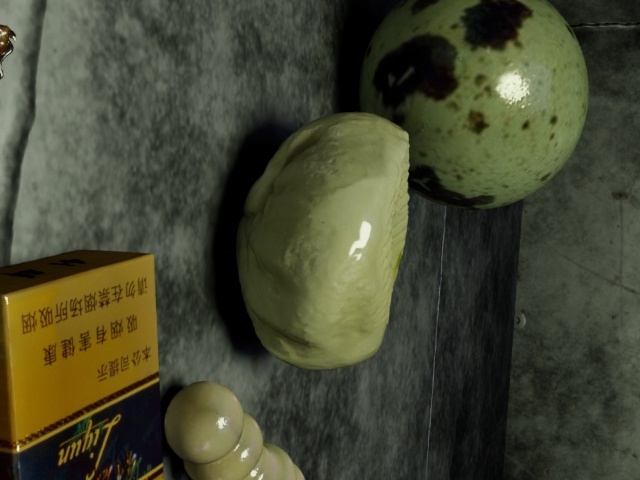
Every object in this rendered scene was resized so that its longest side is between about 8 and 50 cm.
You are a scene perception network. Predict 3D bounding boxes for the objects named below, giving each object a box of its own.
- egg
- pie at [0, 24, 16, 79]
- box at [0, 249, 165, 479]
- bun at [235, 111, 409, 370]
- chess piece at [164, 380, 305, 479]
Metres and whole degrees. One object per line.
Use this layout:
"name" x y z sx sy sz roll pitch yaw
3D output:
"egg" 0.198 -0.184 1.155 0.379 0.287 0.287 1 91 -74
"pie" -0.229 -0.053 0.465 0.088 0.033 0.191 39 57 -45
"box" -0.171 0.133 0.587 0.152 0.070 0.237 -19 108 -66
"bun" 0.000 0.000 0.872 0.259 0.160 0.259 8 90 -83
"chess piece" -0.080 0.194 0.790 0.170 0.094 0.094 66 35 -42
